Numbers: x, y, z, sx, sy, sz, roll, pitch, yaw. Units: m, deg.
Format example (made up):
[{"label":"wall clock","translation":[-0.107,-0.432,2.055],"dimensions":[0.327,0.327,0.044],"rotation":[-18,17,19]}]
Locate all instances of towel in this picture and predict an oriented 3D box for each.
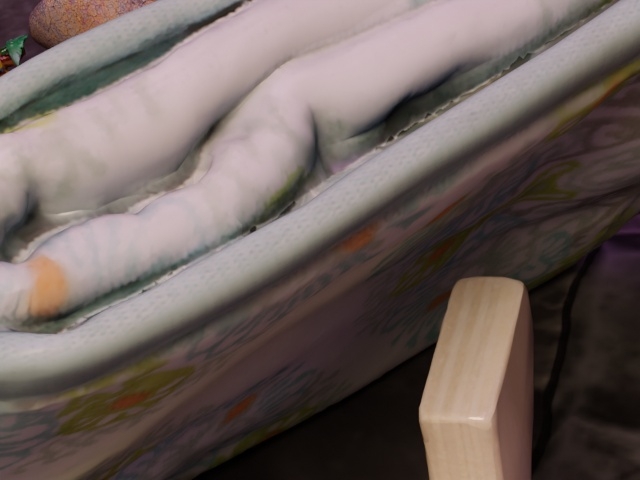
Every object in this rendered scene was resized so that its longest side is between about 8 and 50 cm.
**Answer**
[{"label":"towel","translation":[0.000,0.000,0.607],"dimensions":[0.374,0.320,0.090],"rotation":[-27,74,-25]}]

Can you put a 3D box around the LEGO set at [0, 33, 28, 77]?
[{"label":"LEGO set","translation":[-0.337,-0.132,0.961],"dimensions":[0.331,0.192,0.255],"rotation":[-13,40,3]}]

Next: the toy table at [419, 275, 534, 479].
[{"label":"toy table","translation":[0.050,0.153,0.542],"dimensions":[0.274,0.161,0.252],"rotation":[-7,41,11]}]

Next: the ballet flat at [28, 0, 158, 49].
[{"label":"ballet flat","translation":[-0.008,-0.117,0.916],"dimensions":[0.316,0.107,0.106],"rotation":[-11,68,8]}]
